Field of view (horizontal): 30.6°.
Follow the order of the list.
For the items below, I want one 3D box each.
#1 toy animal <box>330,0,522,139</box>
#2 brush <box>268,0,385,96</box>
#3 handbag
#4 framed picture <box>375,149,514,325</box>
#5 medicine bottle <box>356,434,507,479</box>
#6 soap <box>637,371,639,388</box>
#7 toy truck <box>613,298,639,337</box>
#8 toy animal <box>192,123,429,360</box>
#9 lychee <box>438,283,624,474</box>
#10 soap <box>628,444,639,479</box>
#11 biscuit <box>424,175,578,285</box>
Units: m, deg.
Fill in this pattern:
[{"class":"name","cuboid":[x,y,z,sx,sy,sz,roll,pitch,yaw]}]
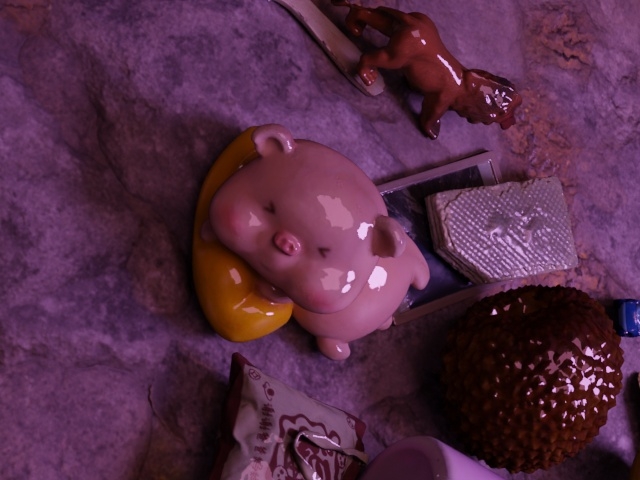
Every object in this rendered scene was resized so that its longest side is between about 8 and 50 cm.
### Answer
[{"class":"toy animal","cuboid":[0.162,-0.251,1.686,0.312,0.157,0.097,39,52,-30]},{"class":"brush","cuboid":[-0.025,-0.331,1.681,0.336,0.020,0.085,46,62,-16]},{"class":"handbag","cuboid":[-0.045,0.285,1.506,0.235,0.127,0.213,32,50,-30]},{"class":"framed picture","cuboid":[0.183,-0.008,1.744,0.281,0.019,0.209,-20,91,-32]},{"class":"medicine bottle","cuboid":[0.231,0.436,1.580,0.388,0.219,0.219,33,67,-26]},{"class":"soap","cuboid":[0.544,0.293,1.876,0.089,0.033,0.169,-20,93,-68]},{"class":"toy truck","cuboid":[0.517,0.126,1.893,0.136,0.074,0.063,15,72,-69]},{"class":"toy animal","cuboid":[-0.009,0.019,1.499,0.345,0.247,0.277,44,66,-16]},{"class":"lychee","cuboid":[0.297,0.199,1.650,0.267,0.267,0.268,5,79,-29]},{"class":"soap","cuboid":[0.503,0.490,1.684,0.306,0.115,0.427,64,22,-47]},{"class":"biscuit","cuboid":[0.275,-0.014,1.758,0.252,0.052,0.150,-7,85,-31]}]
